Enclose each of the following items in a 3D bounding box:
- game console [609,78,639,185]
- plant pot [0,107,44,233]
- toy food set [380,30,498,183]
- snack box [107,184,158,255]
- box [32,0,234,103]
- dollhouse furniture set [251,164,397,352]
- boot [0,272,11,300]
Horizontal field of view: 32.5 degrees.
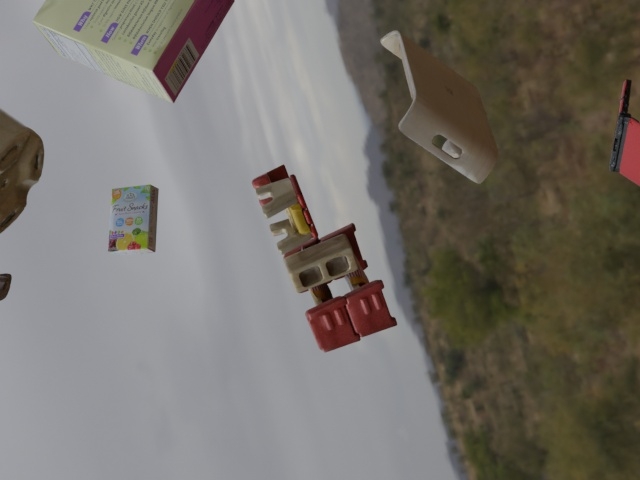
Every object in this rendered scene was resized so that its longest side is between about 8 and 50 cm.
[{"bbox_3d":[0.512,-0.165,1.751,0.144,0.085,0.124,80,-156,-56],"label":"game console"},{"bbox_3d":[-0.691,-0.163,2.007,0.334,0.305,0.334,-60,-9,-16],"label":"plant pot"},{"bbox_3d":[0.218,-0.261,2.131,0.219,0.092,0.306,30,-149,-28],"label":"toy food set"},{"bbox_3d":[-0.397,-0.043,2.329,0.037,0.100,0.141,33,-124,-64],"label":"snack box"},{"bbox_3d":[-0.305,-0.378,1.810,0.214,0.243,0.117,-62,-18,-13],"label":"box"},{"bbox_3d":[0.000,0.000,1.976,0.201,0.152,0.374,-114,3,-50],"label":"dollhouse furniture set"},{"bbox_3d":[-0.577,0.059,1.919,0.037,0.114,0.106,50,-134,-47],"label":"boot"}]
